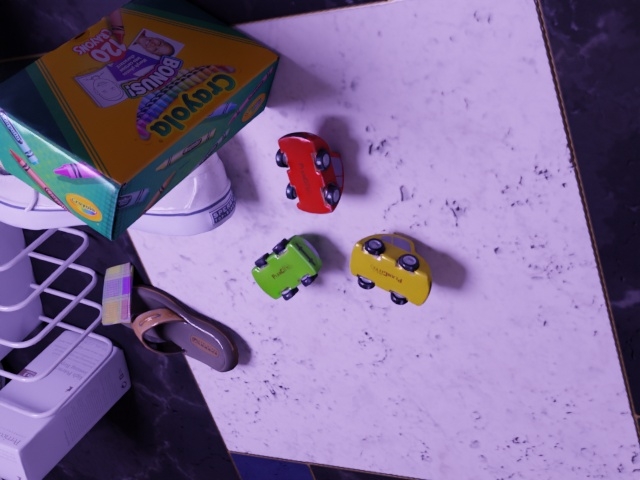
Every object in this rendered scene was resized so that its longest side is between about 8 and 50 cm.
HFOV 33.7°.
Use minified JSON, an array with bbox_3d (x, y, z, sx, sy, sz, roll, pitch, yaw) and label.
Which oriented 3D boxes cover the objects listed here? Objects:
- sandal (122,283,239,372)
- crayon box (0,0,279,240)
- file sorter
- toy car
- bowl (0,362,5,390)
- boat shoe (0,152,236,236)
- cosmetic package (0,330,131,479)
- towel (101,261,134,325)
[{"bbox_3d":[-0.211,0.128,1.453,0.219,0.060,0.090,27,134,23],"label":"sandal"},{"bbox_3d":[-0.186,-0.139,1.073,0.165,0.278,0.081,32,136,10],"label":"crayon box"},{"bbox_3d":[-0.421,0.077,1.474,0.173,0.193,0.278,14,130,23],"label":"file sorter"},{"bbox_3d":[0.000,0.000,1.212,0.239,0.053,0.225,49,136,-6],"label":"toy car"},{"bbox_3d":[-0.584,0.231,1.773,0.170,0.080,0.170,14,113,36],"label":"bowl"},{"bbox_3d":[-0.283,-0.101,1.277,0.367,0.136,0.157,7,126,28],"label":"boat shoe"},{"bbox_3d":[-0.397,0.242,1.552,0.117,0.231,0.086,14,129,26],"label":"cosmetic package"},{"bbox_3d":[-0.281,0.076,1.465,0.060,0.009,0.083,-13,70,38],"label":"towel"}]
